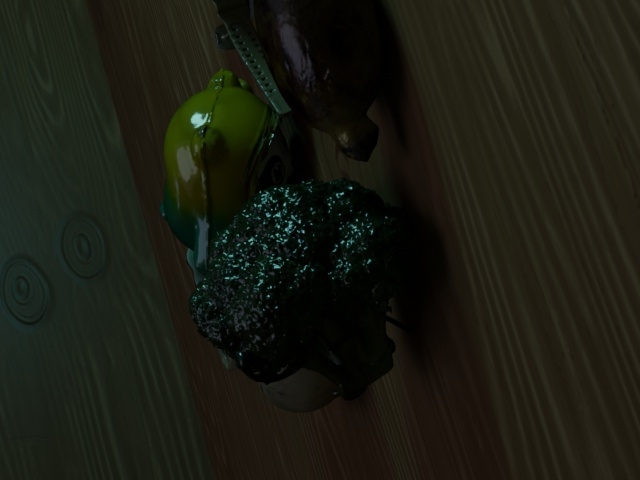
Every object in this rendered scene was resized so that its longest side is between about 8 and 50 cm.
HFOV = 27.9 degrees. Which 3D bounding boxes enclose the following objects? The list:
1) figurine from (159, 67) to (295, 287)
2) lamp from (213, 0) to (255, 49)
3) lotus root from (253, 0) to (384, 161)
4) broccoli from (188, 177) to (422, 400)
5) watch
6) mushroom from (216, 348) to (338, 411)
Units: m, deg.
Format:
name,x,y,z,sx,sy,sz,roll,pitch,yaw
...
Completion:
name,x,y,z,sx,sy,sz,roll,pitch,yaw
figurine,-0.151,-0.089,2.046,0.323,0.231,0.340,-78,-12,-47
lamp,-0.117,-0.362,2.111,0.198,0.056,0.050,-21,80,63
lotus root,0.000,-0.243,1.569,0.169,0.141,0.314,129,126,-75
broccoli,0.001,0.055,1.630,0.283,0.304,0.321,58,-162,-24
watch,-0.091,-0.334,1.940,0.268,0.102,0.165,59,156,28
mushroom,-0.061,0.150,1.995,0.246,0.202,0.246,168,90,-85
